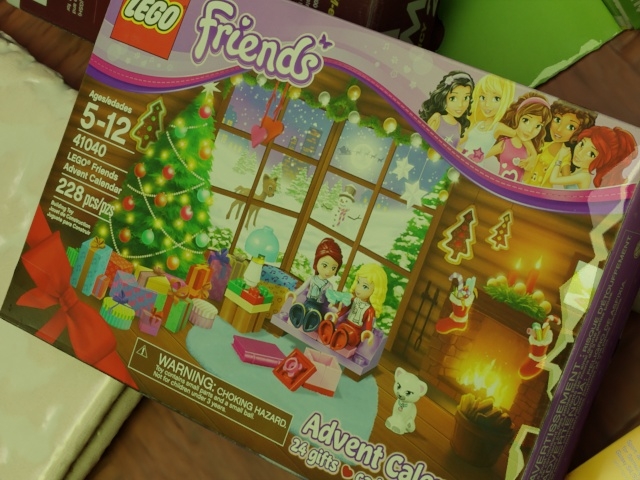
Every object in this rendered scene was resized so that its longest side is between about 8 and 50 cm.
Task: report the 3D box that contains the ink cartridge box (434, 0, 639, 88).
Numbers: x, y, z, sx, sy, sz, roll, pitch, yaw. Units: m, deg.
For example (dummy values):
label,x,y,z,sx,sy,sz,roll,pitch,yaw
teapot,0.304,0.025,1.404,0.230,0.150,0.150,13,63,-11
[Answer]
label,x,y,z,sx,sy,sz,roll,pitch,yaw
ink cartridge box,0.103,-0.190,0.889,0.255,0.097,0.189,-33,68,11

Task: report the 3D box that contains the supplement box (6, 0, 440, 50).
label,x,y,z,sx,sy,sz,roll,pitch,yaw
supplement box,-0.053,-0.151,0.922,0.239,0.073,0.130,28,118,28

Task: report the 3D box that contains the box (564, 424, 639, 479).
label,x,y,z,sx,sy,sz,roll,pitch,yaw
box,0.131,0.123,0.808,0.136,0.081,0.028,-34,67,11

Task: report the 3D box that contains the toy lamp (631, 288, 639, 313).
label,x,y,z,sx,sy,sz,roll,pitch,yaw
toy lamp,0.139,0.013,0.834,0.274,0.080,0.080,28,88,26

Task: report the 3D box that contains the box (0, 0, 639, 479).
label,x,y,z,sx,sy,sz,roll,pitch,yaw
box,0.000,0.000,0.806,0.293,0.057,0.201,23,96,29

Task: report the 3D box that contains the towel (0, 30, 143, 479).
label,x,y,z,sx,sy,sz,roll,pitch,yaw
towel,-0.240,0.031,0.996,0.332,0.053,0.317,35,92,26
